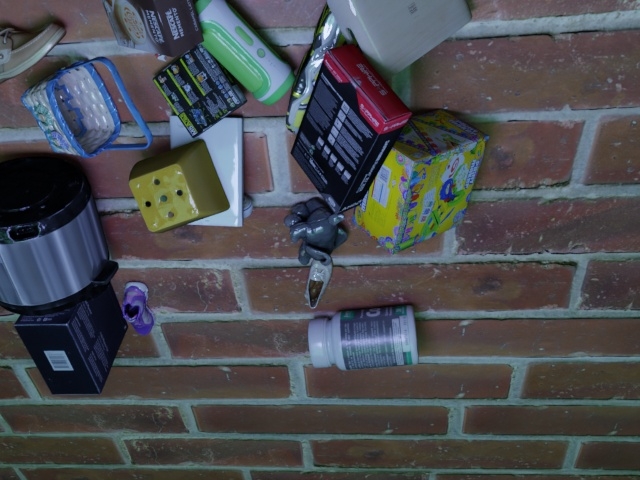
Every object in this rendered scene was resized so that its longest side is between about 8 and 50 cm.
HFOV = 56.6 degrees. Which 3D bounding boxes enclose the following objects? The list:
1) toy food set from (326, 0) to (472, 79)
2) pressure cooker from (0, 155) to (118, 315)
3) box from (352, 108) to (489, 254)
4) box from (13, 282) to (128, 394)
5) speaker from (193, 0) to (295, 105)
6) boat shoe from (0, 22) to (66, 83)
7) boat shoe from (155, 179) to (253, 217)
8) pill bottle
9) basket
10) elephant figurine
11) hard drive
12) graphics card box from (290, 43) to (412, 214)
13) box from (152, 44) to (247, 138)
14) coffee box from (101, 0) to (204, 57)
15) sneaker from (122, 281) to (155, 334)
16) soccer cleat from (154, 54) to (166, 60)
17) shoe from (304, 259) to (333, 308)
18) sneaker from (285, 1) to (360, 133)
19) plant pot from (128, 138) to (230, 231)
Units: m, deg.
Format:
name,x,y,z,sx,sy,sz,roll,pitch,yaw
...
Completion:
name,x,y,z,sx,sy,sz,roll,pitch,yaw
toy food set,0.191,-0.541,1.377,0.306,0.092,0.220,-37,121,-5
pressure cooker,-0.825,0.012,1.742,0.375,0.370,0.420,-23,136,-25
box,0.260,-0.159,1.582,0.279,0.177,0.290,-21,136,-32
box,-0.822,0.291,2.008,0.178,0.312,0.343,-1,127,5
speaker,-0.201,-0.478,1.481,0.131,0.131,0.296,-35,119,27
boat shoe,-0.804,-0.482,1.522,0.341,0.122,0.110,-20,125,20
boat shoe,-0.349,-0.137,1.768,0.302,0.109,0.094,11,132,-1
pill bottle,0.150,0.339,2.045,0.361,0.204,0.204,-7,127,8
basket,-0.608,-0.340,1.567,0.288,0.201,0.255,-6,127,21
elephant figurine,0.000,0.000,1.833,0.169,0.186,0.239,-28,129,-5
hard drive,-0.321,-0.196,1.690,0.203,0.040,0.308,2,106,2
graphics card box,0.059,-0.257,1.450,0.094,0.233,0.371,-26,159,-30
box,-0.319,-0.397,1.572,0.184,0.045,0.191,-29,103,25
coffee box,-0.398,-0.527,1.390,0.246,0.098,0.141,23,140,39
sneaker,-0.653,0.261,2.104,0.095,0.105,0.236,2,129,1
soccer cleat,-0.400,-0.501,1.540,0.035,0.029,0.083,22,130,-24
shoe,-0.007,0.138,1.990,0.076,0.058,0.219,11,128,-5
sneaker,0.021,-0.419,1.502,0.147,0.145,0.385,19,130,-14
plant pot,-0.393,-0.130,1.594,0.212,0.187,0.212,-18,103,8
